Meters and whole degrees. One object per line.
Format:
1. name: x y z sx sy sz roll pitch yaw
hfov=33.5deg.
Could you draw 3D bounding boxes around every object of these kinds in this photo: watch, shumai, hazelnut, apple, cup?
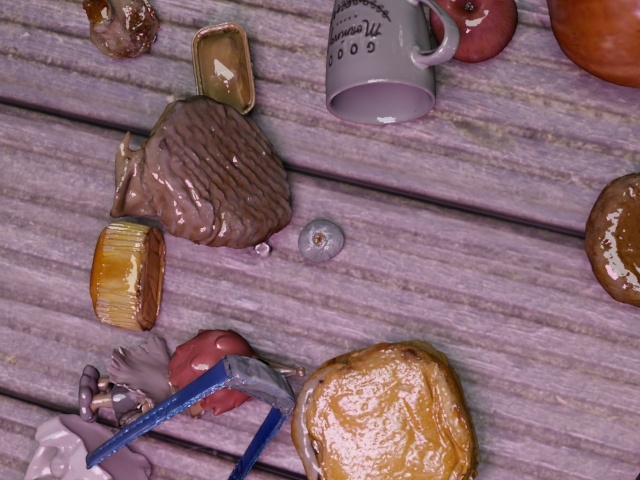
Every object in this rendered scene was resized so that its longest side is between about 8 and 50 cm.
1. watch: -0.202 0.296 1.737 0.274 0.276 0.068 -55 32 22
2. shumai: -0.227 -0.085 1.857 0.262 0.314 0.267 -20 51 44
3. hazelnut: 0.536 -0.426 1.709 0.372 0.315 0.372 -20 53 29
4. apple: 0.262 -0.386 1.835 0.153 0.120 0.153 -2 82 11
5. cup: 0.128 -0.345 1.804 0.258 0.186 0.234 -14 70 43
6. shumai: -0.375 -0.410 1.959 0.146 0.116 0.145 -1 82 9

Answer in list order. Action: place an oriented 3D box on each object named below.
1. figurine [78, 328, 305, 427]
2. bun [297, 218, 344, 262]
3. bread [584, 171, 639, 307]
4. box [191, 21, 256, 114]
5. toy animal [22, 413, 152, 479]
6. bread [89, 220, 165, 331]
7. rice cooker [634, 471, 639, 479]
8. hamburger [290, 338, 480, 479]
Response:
1. figurine: -0.218 0.239 1.833 0.387 0.207 0.166 -7 115 0
2. bun: 0.000 0.000 1.871 0.083 0.045 0.083 0 87 8
3. bread: 0.542 0.001 1.732 0.230 0.123 0.230 -2 77 8
4. box: -0.172 -0.301 1.914 0.111 0.111 0.177 -10 81 9
5. toy animal: -0.429 0.464 1.826 0.272 0.206 0.265 43 101 24
6. bread: -0.341 0.063 1.882 0.114 0.132 0.190 6 77 13
7. rice cooker: 0.594 0.427 1.625 0.244 0.226 0.226 38 91 11
8. hamburger: 0.104 0.315 1.753 0.319 0.158 0.318 -1 81 10
